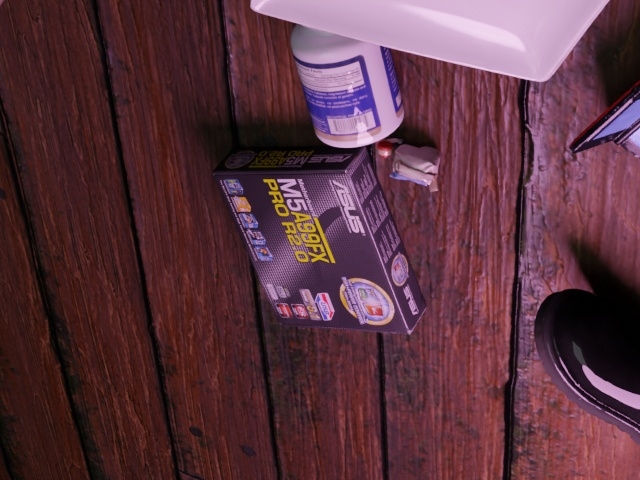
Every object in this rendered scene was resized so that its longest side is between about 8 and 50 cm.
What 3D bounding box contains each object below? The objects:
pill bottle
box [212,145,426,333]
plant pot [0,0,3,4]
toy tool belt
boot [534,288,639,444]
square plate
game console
[{"bbox_3d":[0.026,-0.212,1.763,0.112,0.112,0.186,8,131,30],"label":"pill bottle"},{"bbox_3d":[0.000,0.000,2.021,0.216,0.060,0.270,2,129,34],"label":"box"},{"bbox_3d":[-0.439,-0.379,1.808,0.256,0.274,0.256,19,136,20],"label":"plant pot"},{"bbox_3d":[0.107,-0.089,1.869,0.083,0.052,0.051,16,127,23],"label":"toy tool belt"},{"bbox_3d":[0.449,0.152,1.788,0.348,0.131,0.260,37,148,-17],"label":"boot"},{"bbox_3d":[0.122,-0.287,1.540,0.347,0.049,0.344,13,159,-7],"label":"square plate"},{"bbox_3d":[0.364,-0.117,1.640,0.085,0.124,0.144,60,141,14],"label":"game console"}]
